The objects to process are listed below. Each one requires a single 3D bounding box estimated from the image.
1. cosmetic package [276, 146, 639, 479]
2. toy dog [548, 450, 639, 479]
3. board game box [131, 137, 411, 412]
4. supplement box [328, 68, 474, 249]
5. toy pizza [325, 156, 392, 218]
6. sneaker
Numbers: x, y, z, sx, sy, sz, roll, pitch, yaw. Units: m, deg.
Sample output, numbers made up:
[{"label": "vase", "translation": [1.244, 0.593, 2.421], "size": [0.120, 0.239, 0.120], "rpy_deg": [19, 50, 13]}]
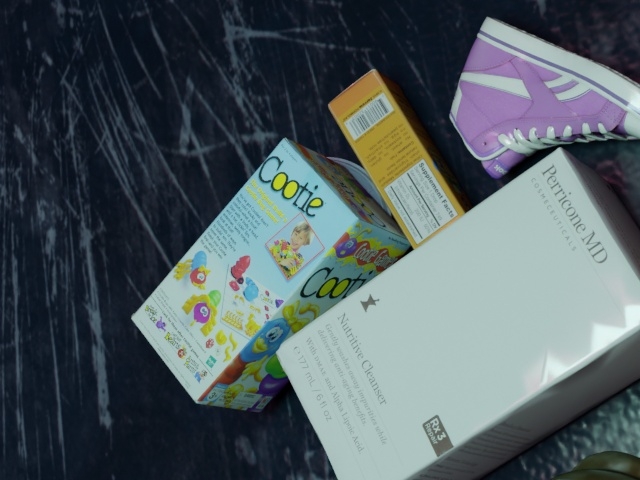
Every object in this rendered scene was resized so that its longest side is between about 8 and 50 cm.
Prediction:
[{"label": "cosmetic package", "translation": [0.173, 0.106, 1.449], "size": [0.385, 0.156, 0.217], "rpy_deg": [-39, 61, 20]}, {"label": "toy dog", "translation": [0.328, 0.349, 1.143], "size": [0.408, 0.395, 0.284], "rpy_deg": [37, 88, 11]}, {"label": "board game box", "translation": [-0.054, 0.045, 1.566], "size": [0.275, 0.142, 0.144], "rpy_deg": [-48, 60, 13]}, {"label": "supplement box", "translation": [0.101, -0.080, 1.578], "size": [0.080, 0.078, 0.233], "rpy_deg": [-35, 65, 17]}, {"label": "toy pizza", "translation": [0.000, 0.000, 1.648], "size": [0.201, 0.032, 0.201], "rpy_deg": [-7, 76, 29]}, {"label": "sneaker", "translation": [0.258, -0.121, 1.487], "size": [0.282, 0.102, 0.161], "rpy_deg": [32, 100, 43]}]
